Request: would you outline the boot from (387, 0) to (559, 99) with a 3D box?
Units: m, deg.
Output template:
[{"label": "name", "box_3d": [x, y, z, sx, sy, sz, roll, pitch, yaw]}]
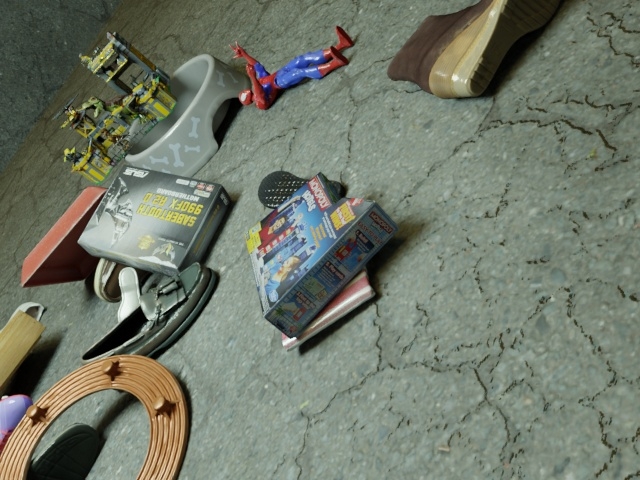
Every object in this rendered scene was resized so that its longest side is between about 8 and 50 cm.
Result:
[{"label": "boot", "box_3d": [0.214, -0.318, 1.040, 0.248, 0.090, 0.207, -54, 33, 1]}]

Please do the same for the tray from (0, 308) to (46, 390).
[{"label": "tray", "box_3d": [-0.711, 0.342, 1.434, 0.203, 0.076, 0.411, -38, 18, 48]}]

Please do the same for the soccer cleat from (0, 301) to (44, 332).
[{"label": "soccer cleat", "box_3d": [-0.705, 0.223, 1.668, 0.076, 0.068, 0.196, -14, 44, 40]}]

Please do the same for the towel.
[{"label": "towel", "box_3d": [0.002, 0.048, 0.991, 0.144, 0.029, 0.197, -36, 35, 18]}]

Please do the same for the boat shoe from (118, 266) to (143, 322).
[{"label": "boat shoe", "box_3d": [-0.347, 0.113, 1.332, 0.046, 0.038, 0.125, -10, 74, -3]}]

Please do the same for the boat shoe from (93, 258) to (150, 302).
[{"label": "boat shoe", "box_3d": [-0.337, 0.009, 1.400, 0.095, 0.095, 0.257, 10, 64, 48]}]

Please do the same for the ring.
[{"label": "ring", "box_3d": [-0.344, 0.309, 1.051, 0.336, 0.032, 0.337, -15, 48, 17]}]

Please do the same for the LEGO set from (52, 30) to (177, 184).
[{"label": "LEGO set", "box_3d": [-0.488, -0.309, 1.629, 0.331, 0.192, 0.255, -36, 34, 23]}]

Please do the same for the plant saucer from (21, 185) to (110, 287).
[{"label": "plant saucer", "box_3d": [-0.487, -0.017, 1.513, 0.259, 0.048, 0.258, -48, -7, 6]}]

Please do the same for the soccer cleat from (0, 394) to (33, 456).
[{"label": "soccer cleat", "box_3d": [-0.626, 0.394, 1.381, 0.248, 0.083, 0.095, -44, 42, 14]}]

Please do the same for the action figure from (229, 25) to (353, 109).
[{"label": "action figure", "box_3d": [-0.086, -0.347, 1.416, 0.280, 0.139, 0.091, -22, 40, 41]}]

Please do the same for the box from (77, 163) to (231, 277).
[{"label": "box", "box_3d": [-0.305, -0.037, 1.340, 0.231, 0.056, 0.183, 13, 64, 24]}]

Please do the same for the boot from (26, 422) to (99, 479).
[{"label": "boot", "box_3d": [-0.468, 0.379, 1.188, 0.236, 0.085, 0.178, -56, 29, -11]}]

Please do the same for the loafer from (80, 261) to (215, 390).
[{"label": "loafer", "box_3d": [-0.287, 0.135, 1.208, 0.267, 0.084, 0.096, -48, 31, 4]}]

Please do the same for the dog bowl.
[{"label": "dog bowl", "box_3d": [-0.316, -0.277, 1.660, 0.348, 0.102, 0.349, -33, 35, 27]}]

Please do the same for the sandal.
[{"label": "sandal", "box_3d": [-0.031, -0.070, 1.151, 0.179, 0.040, 0.067, 12, 71, 40]}]

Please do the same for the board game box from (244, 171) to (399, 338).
[{"label": "board game box", "box_3d": [0.000, 0.000, 0.962, 0.194, 0.060, 0.194, -37, 34, 12]}]
